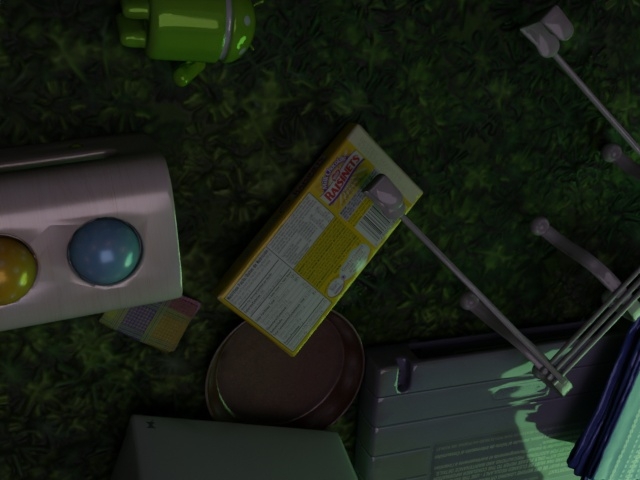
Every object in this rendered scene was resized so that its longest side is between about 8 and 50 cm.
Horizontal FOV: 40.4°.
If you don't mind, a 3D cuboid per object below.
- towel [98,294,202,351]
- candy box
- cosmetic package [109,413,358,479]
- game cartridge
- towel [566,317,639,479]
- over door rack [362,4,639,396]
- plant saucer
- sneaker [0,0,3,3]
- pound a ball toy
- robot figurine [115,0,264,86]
[{"bbox_3d":[-0.159,0.069,0.819,0.083,0.009,0.060,26,102,-28],"label":"towel"},{"bbox_3d":[0.000,0.000,0.820,0.105,0.027,0.206,42,83,-27],"label":"candy box"},{"bbox_3d":[-0.100,0.305,0.856,0.223,0.138,0.225,10,116,-24],"label":"cosmetic package"},{"bbox_3d":[0.208,0.209,0.996,0.354,0.068,0.230,-5,118,-19],"label":"game cartridge"},{"bbox_3d":[0.438,0.179,1.042,0.335,0.040,0.243,12,102,-39],"label":"towel"},{"bbox_3d":[0.215,-0.034,0.859,0.239,0.108,0.324,-46,113,-3],"label":"over door rack"},{"bbox_3d":[-0.038,0.133,0.883,0.168,0.029,0.169,-9,116,-18],"label":"plant saucer"},{"bbox_3d":[-0.224,-0.195,0.624,0.268,0.101,0.153,8,118,-20],"label":"sneaker"},{"bbox_3d":[-0.277,-0.027,0.659,0.319,0.136,0.208,-10,116,-18],"label":"pound a ball toy"},{"bbox_3d":[-0.104,-0.177,0.697,0.115,0.067,0.101,-1,131,-22],"label":"robot figurine"}]
